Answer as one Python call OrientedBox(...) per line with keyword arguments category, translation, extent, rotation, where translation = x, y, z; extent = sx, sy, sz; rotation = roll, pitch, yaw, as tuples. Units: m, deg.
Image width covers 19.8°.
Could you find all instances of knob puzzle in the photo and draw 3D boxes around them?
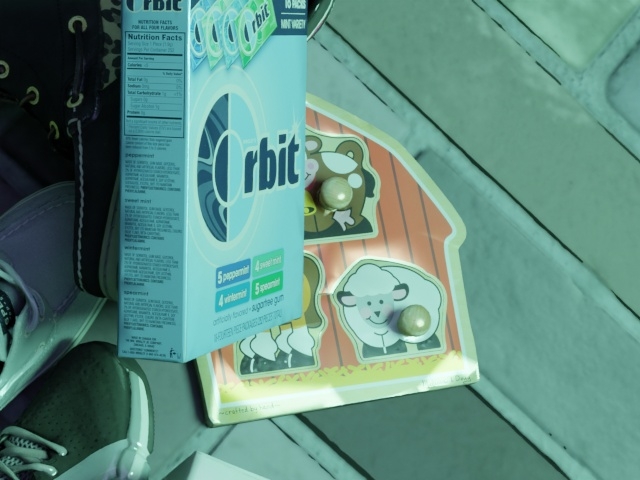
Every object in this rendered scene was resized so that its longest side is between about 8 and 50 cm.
OrientedBox(category="knob puzzle", translation=(0.000, 0.000, 1.070), extent=(0.213, 0.030, 0.213), rotation=(5, 73, -17))

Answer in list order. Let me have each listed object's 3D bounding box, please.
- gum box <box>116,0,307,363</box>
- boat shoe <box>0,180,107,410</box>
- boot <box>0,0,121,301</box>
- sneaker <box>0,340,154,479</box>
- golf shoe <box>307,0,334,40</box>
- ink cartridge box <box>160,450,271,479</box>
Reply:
OrientedBox(category="gum box", translation=(-0.053, -0.041, 0.943), extent=(0.041, 0.157, 0.184), rotation=(4, 98, 21))
OrientedBox(category="boat shoe", translation=(-0.178, 0.051, 0.965), extent=(0.079, 0.081, 0.227), rotation=(42, 66, -4))
OrientedBox(category="boot", translation=(-0.163, -0.079, 0.982), extent=(0.178, 0.085, 0.236), rotation=(1, 69, 7))
OrientedBox(category="sneaker", translation=(-0.169, 0.139, 0.915), extent=(0.132, 0.086, 0.229), rotation=(35, 63, -41))
OrientedBox(category="golf shoe", translation=(-0.063, -0.104, 1.049), extent=(0.067, 0.086, 0.186), rotation=(45, 67, -5))
OrientedBox(category="ink cartridge box", translation=(-0.077, 0.222, 0.914), extent=(0.086, 0.148, 0.203), rotation=(24, 67, -9))
